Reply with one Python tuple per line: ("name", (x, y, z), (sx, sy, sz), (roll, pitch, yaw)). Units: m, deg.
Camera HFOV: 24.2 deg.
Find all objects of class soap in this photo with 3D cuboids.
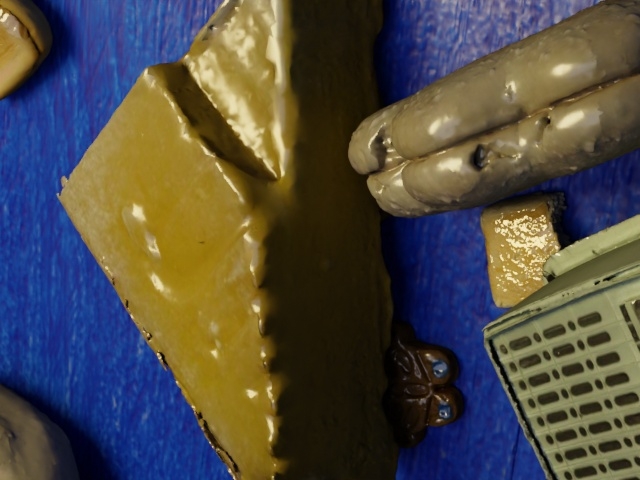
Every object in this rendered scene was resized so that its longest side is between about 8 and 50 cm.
("soap", (0.000, 0.000, 1.116), (0.339, 0.169, 0.304), (55, 128, 15))

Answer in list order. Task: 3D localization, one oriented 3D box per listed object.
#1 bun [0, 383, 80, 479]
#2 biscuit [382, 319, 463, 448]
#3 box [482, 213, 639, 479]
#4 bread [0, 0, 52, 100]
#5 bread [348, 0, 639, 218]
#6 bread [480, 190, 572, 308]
("bun", (-0.377, 0.291, 1.413), (0.362, 0.234, 0.326), (-19, 99, 41))
("biscuit", (0.032, 0.116, 1.224), (0.175, 0.026, 0.124), (-2, 104, 33))
("box", (0.258, 0.078, 0.945), (0.290, 0.166, 0.221), (-28, 89, 56))
("bread", (-0.281, -0.175, 1.314), (0.082, 0.056, 0.115), (45, 134, -7))
("bread", (0.155, -0.093, 0.993), (0.337, 0.183, 0.102), (-21, 90, 31))
("bread", (0.154, 0.008, 1.112), (0.070, 0.035, 0.083), (-14, 90, 34))
